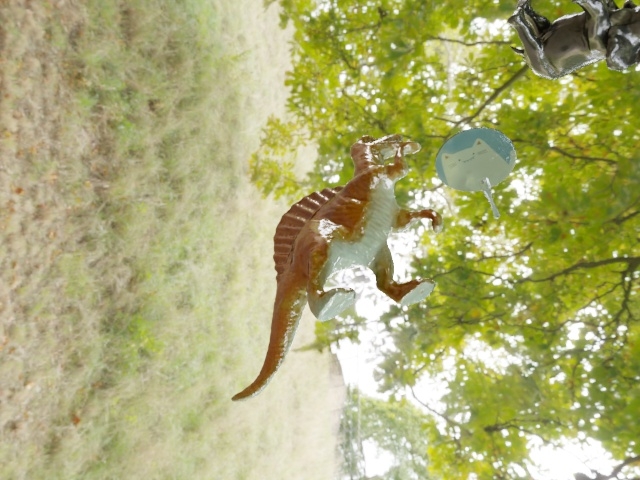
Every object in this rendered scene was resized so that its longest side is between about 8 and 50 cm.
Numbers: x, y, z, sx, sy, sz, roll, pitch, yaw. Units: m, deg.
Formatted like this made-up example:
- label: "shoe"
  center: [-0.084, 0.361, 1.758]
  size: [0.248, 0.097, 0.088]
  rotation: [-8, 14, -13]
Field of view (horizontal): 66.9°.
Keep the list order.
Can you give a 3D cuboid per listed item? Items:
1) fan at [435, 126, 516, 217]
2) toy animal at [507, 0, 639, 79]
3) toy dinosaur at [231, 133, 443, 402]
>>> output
- label: "fan"
  center: [0.239, -0.094, 0.719]
  size: [0.175, 0.113, 0.005]
  rotation: [53, 30, -34]
- label: "toy animal"
  center: [0.389, -0.316, 0.691]
  size: [0.146, 0.114, 0.245]
  rotation: [44, -10, -21]
- label: "toy dinosaur"
  center: [0.001, -0.001, 0.346]
  size: [0.142, 0.212, 0.057]
  rotation: [55, -7, 43]
